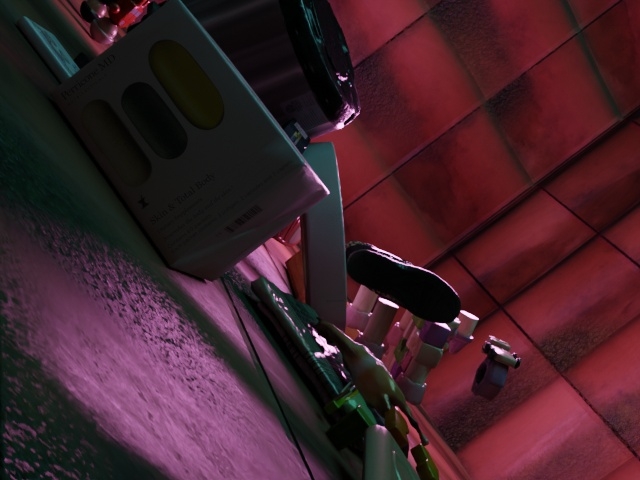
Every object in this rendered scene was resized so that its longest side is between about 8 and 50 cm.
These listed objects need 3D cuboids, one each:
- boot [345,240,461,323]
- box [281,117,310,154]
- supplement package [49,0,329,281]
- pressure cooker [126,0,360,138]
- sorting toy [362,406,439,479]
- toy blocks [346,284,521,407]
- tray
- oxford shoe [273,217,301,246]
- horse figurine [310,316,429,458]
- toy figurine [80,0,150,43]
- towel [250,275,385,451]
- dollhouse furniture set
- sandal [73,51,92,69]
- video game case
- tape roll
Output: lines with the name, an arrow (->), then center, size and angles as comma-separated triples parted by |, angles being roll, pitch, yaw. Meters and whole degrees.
boot -> 0.146, 0.071, 1.933 | 0.236, 0.085, 0.178 | 26, 4, -11
box -> -0.115, -0.130, 1.794 | 0.059, 0.183, 0.232 | 52, 13, -8
supplement package -> -0.156, -0.117, 1.262 | 0.262, 0.199, 0.198 | 53, 2, 11
pressure cooker -> -0.171, -0.338, 2.007 | 0.375, 0.421, 0.369 | -65, 134, -70
sorting toy -> 0.122, 0.344, 1.281 | 0.229, 0.041, 0.307 | 53, 13, -11
toy blocks -> 0.181, 0.258, 2.028 | 0.309, 0.260, 0.288 | 23, 9, -7
tray -> 0.011, 0.152, 2.433 | 0.203, 0.076, 0.411 | 52, 1, -12
oxford shoe -> -0.168, -0.090, 2.443 | 0.130, 0.123, 0.348 | 22, -16, 34
horse figurine -> 0.086, 0.231, 1.580 | 0.174, 0.066, 0.263 | 57, 0, -32
toy figurine -> -0.488, -0.543, 2.153 | 0.209, 0.148, 0.213 | 44, 9, -38
towel -> 0.010, 0.219, 1.651 | 0.324, 0.056, 0.312 | 56, 6, 22
dollhouse furniture set -> 0.057, 0.240, 1.425 | 0.076, 0.059, 0.152 | 54, 19, 4
sandal -> -0.317, -0.242, 1.667 | 0.097, 0.054, 0.254 | 43, -1, 18
video game case -> -0.353, -0.236, 1.418 | 0.157, 0.019, 0.143 | 53, 1, -1
tape roll -> 0.000, 0.000, 1.986 | 0.392, 0.072, 0.391 | 177, -90, -87
